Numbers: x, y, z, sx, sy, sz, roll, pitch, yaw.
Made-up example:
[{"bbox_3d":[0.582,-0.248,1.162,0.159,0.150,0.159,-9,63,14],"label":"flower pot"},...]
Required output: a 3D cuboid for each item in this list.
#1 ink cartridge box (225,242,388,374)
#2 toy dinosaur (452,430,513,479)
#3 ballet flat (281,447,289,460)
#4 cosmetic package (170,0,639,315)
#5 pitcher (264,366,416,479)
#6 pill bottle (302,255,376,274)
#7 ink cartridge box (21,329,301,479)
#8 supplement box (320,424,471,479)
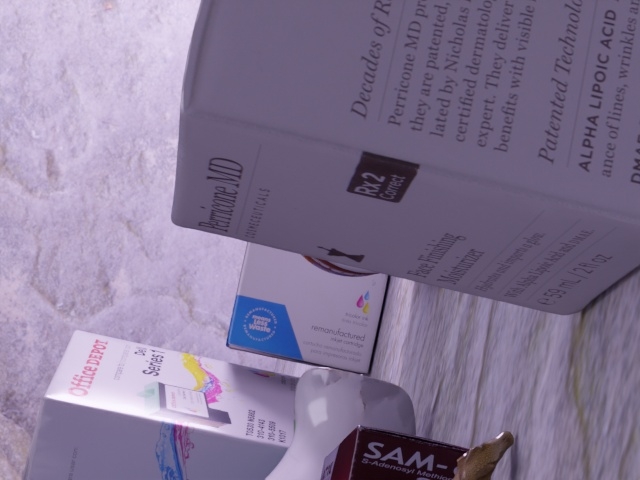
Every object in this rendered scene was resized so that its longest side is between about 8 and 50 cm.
[{"bbox_3d":[0.000,0.000,1.422,0.078,0.134,0.231,125,157,-82],"label":"ink cartridge box"},{"bbox_3d":[0.050,0.177,0.712,0.092,0.053,0.183,114,168,-65],"label":"toy dinosaur"},{"bbox_3d":[-0.004,0.227,1.137,0.091,0.077,0.241,65,-154,-25],"label":"ballet flat"},{"bbox_3d":[0.045,-0.074,0.603,0.151,0.183,0.151,113,169,-74],"label":"cosmetic package"},{"bbox_3d":[0.000,0.214,0.988,0.178,0.125,0.207,74,-149,-50],"label":"pitcher"},{"bbox_3d":[0.033,-0.034,1.137,0.216,0.121,0.121,144,138,-85],"label":"pill bottle"},{"bbox_3d":[-0.110,0.185,1.352,0.201,0.278,0.117,-95,17,-77],"label":"ink cartridge box"},{"bbox_3d":[0.021,0.230,0.816,0.130,0.073,0.239,116,166,-72],"label":"supplement box"}]
